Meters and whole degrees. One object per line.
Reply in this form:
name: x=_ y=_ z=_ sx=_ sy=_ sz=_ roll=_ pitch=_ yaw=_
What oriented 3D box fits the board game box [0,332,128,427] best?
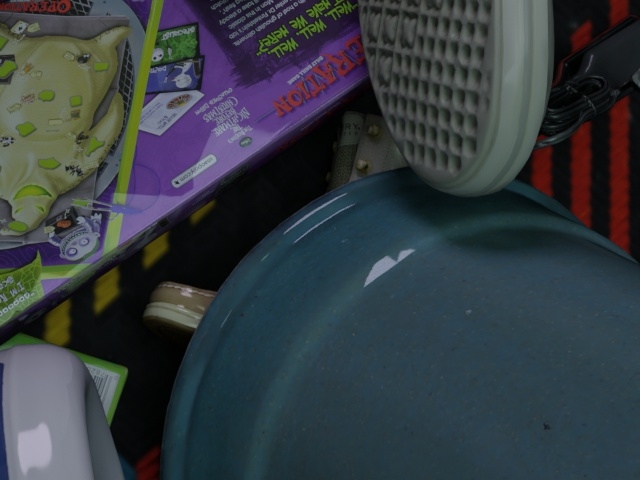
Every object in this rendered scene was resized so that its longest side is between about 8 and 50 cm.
board game box: x=-0.252 y=0.092 z=0.874 sx=0.259 sy=0.039 sz=0.124 roll=21 pitch=78 yaw=-18

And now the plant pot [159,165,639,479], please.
plant pot: x=0.133 y=0.148 z=0.790 sx=0.341 sy=0.334 sz=0.341 roll=-5 pitch=101 yaw=-25

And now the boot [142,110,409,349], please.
boot: x=0.000 y=0.000 z=0.941 sx=0.213 sy=0.077 sz=0.165 roll=10 pitch=83 yaw=-24

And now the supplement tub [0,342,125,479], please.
supplement tub: x=-0.252 y=0.194 z=0.741 sx=0.324 sy=0.235 sz=0.236 roll=-13 pitch=89 yaw=-4

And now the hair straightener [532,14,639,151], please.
hair straightener: x=0.169 y=-0.102 z=0.969 sx=0.230 sy=0.089 sz=0.047 roll=-27 pitch=97 yaw=-35

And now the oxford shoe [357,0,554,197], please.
oxford shoe: x=0.099 y=-0.223 z=0.896 sx=0.130 sy=0.169 sz=0.449 roll=15 pitch=53 yaw=-25

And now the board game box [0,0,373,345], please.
board game box: x=-0.127 y=-0.107 z=0.906 sx=0.346 sy=0.056 sz=0.208 roll=-35 pitch=80 yaw=-17
